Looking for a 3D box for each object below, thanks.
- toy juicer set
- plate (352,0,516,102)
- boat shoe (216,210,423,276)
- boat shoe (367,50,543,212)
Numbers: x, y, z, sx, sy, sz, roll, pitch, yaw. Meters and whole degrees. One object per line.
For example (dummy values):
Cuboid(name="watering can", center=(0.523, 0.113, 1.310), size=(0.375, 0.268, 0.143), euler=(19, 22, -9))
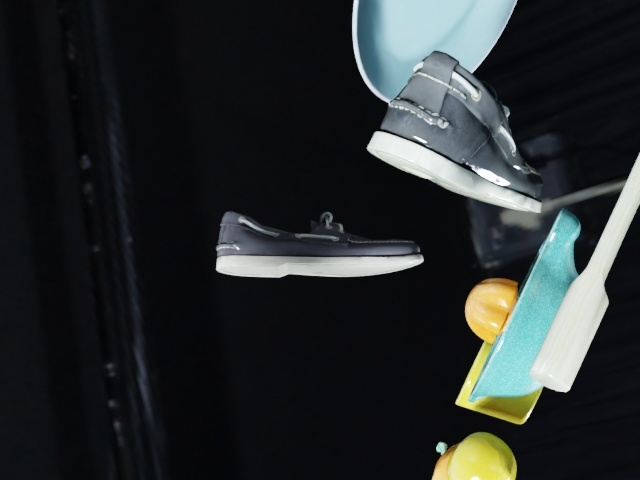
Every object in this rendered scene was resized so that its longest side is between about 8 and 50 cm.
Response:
Cuboid(name="toy juicer set", center=(0.139, 0.087, 1.018), size=(0.089, 0.329, 0.209), euler=(26, -128, 7))
Cuboid(name="plate", center=(0.082, -0.186, 0.966), size=(0.188, 0.024, 0.188), euler=(-29, -46, -35))
Cuboid(name="boat shoe", center=(0.000, 0.000, 1.338), size=(0.206, 0.075, 0.065), euler=(0, -102, -7))
Cuboid(name="boat shoe", center=(0.109, -0.067, 0.927), size=(0.233, 0.084, 0.079), euler=(19, -91, -64))
